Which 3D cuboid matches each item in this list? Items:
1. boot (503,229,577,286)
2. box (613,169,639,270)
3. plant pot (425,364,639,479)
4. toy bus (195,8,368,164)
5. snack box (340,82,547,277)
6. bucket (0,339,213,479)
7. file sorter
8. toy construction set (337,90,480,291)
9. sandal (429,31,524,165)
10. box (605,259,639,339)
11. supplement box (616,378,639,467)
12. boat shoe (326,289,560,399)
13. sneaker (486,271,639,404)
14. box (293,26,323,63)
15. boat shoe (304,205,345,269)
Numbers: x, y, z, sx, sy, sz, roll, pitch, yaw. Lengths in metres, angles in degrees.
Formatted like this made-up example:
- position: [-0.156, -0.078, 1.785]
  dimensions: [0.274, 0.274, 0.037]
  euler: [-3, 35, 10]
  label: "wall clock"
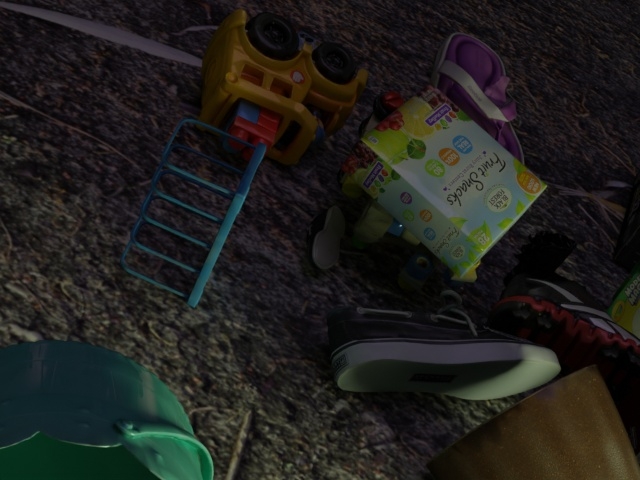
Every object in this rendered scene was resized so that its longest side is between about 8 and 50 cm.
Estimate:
- position: [0.323, 0.035, 1.815]
  dimensions: [0.121, 0.099, 0.045]
  euler: [10, 40, -28]
  label: "boot"
- position: [0.681, 0.030, 2.097]
  dimensions: [0.395, 0.097, 0.318]
  euler: [31, 32, 1]
  label: "box"
- position: [0.262, 0.285, 1.380]
  dimensions: [0.215, 0.215, 0.230]
  euler: [-13, 67, -46]
  label: "plant pot"
- position: [-0.059, -0.179, 1.780]
  dimensions: [0.220, 0.149, 0.211]
  euler: [22, 48, -17]
  label: "toy bus"
- position: [0.158, -0.080, 1.645]
  dimensions: [0.207, 0.070, 0.174]
  euler: [43, 48, 6]
  label: "snack box"
- position: [-0.210, 0.224, 1.013]
  dimensions: [0.281, 0.281, 0.183]
  euler: [20, 21, -15]
  label: "bucket"
- position: [-0.148, -0.036, 1.490]
  dimensions: [0.104, 0.170, 0.118]
  euler: [24, 34, -5]
  label: "file sorter"
- position: [0.137, -0.080, 1.775]
  dimensions: [0.215, 0.151, 0.328]
  euler: [28, 34, -4]
  label: "toy construction set"
- position: [0.257, -0.240, 2.115]
  dimensions: [0.169, 0.102, 0.416]
  euler: [19, 36, -17]
  label: "sandal"
- position: [0.470, 0.114, 1.819]
  dimensions: [0.043, 0.105, 0.179]
  euler: [3, 42, -32]
  label: "box"
- position: [0.439, 0.250, 1.541]
  dimensions: [0.129, 0.194, 0.191]
  euler: [24, 34, -9]
  label: "supplement box"
- position: [0.147, 0.124, 1.557]
  dimensions: [0.306, 0.113, 0.105]
  euler: [2, 57, -22]
  label: "boat shoe"
- position: [0.353, 0.125, 1.723]
  dimensions: [0.276, 0.097, 0.135]
  euler: [25, 36, -5]
  label: "sneaker"
- position: [-0.028, -0.276, 1.994]
  dimensions: [0.094, 0.027, 0.137]
  euler: [28, 33, -6]
  label: "box"
- position: [0.000, 0.000, 1.673]
  dimensions: [0.046, 0.038, 0.125]
  euler: [53, 30, -26]
  label: "boat shoe"
